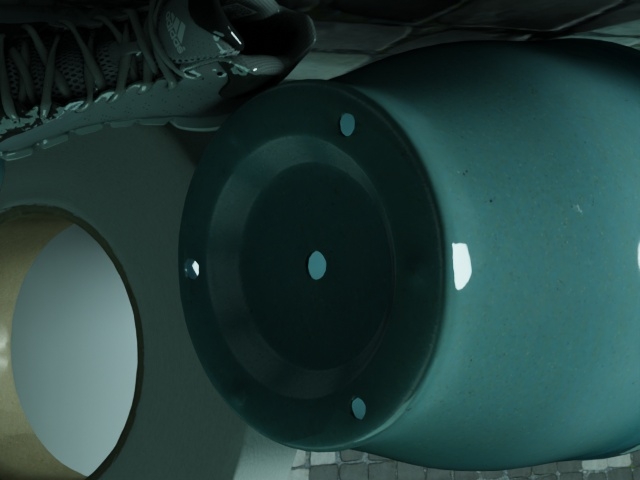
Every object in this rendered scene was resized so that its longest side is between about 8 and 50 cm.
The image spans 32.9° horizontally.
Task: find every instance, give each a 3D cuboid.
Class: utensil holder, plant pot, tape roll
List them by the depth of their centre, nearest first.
[{"bbox_3d":[0.069,0.011,0.615,0.271,0.272,0.255,-5,178,43],"label":"plant pot"},{"bbox_3d":[-0.185,0.078,0.782,0.392,0.392,0.072,-4,176,33],"label":"tape roll"},{"bbox_3d":[-0.248,0.098,1.091,0.327,0.386,0.327,-3,176,0],"label":"utensil holder"}]

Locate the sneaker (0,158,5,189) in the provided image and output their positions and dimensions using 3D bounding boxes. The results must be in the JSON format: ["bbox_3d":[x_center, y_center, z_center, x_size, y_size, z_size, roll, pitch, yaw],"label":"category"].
[{"bbox_3d":[-0.357,-0.059,0.618,0.319,0.127,0.208,11,169,-28],"label":"sneaker"}]

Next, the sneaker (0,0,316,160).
[{"bbox_3d":[-0.104,-0.098,0.534,0.228,0.086,0.132,-12,177,-32],"label":"sneaker"}]
